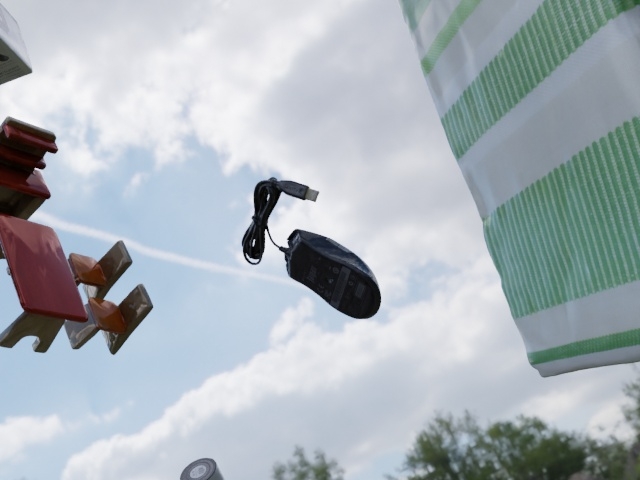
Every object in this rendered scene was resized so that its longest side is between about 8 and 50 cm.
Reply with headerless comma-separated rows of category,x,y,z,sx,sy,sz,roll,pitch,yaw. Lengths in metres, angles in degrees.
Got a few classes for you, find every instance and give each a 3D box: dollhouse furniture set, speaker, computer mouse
dollhouse furniture set,-0.337,-0.007,0.959,0.135,0.259,0.262,-47,-36,19
speaker,-0.144,0.368,1.150,0.055,0.055,0.136,-22,-65,-5
computer mouse,0.000,0.000,1.305,0.060,0.262,0.184,-38,-33,-48

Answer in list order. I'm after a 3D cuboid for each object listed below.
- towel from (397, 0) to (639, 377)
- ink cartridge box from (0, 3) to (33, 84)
towel,0.140,-0.080,0.518,0.038,0.325,0.248,-17,-9,-14
ink cartridge box,-0.336,-0.181,0.726,0.109,0.063,0.150,-21,-10,-2
